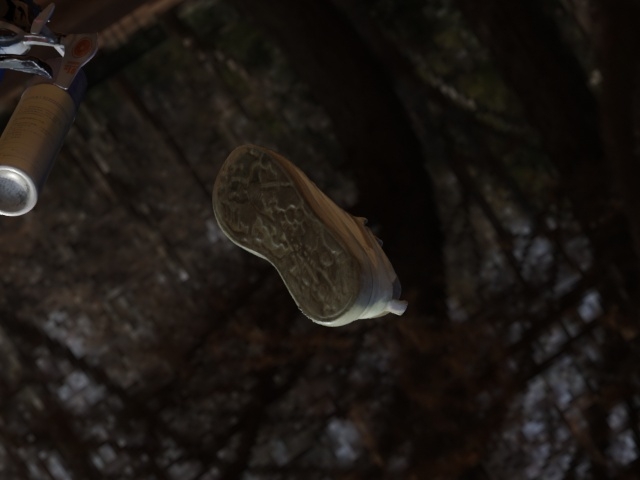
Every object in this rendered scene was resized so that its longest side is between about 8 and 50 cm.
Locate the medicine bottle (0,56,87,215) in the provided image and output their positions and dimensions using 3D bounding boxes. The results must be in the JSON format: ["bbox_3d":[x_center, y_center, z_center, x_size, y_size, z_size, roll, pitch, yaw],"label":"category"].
[{"bbox_3d":[-0.282,-0.108,1.632,0.059,0.059,0.231,-29,-155,21],"label":"medicine bottle"}]

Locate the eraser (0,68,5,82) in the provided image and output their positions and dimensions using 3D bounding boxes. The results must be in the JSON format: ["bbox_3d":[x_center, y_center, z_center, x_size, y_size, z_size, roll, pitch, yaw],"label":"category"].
[{"bbox_3d":[-0.411,-0.334,2.078,0.155,0.101,0.332,-107,-143,-53],"label":"eraser"}]

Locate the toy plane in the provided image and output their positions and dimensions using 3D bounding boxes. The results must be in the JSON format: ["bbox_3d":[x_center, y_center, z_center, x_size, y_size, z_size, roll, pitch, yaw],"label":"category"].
[{"bbox_3d":[-0.239,-0.160,1.271,0.197,0.053,0.078,15,-113,36],"label":"toy plane"}]

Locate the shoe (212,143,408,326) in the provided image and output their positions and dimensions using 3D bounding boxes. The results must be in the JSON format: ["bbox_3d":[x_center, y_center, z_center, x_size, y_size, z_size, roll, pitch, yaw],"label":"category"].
[{"bbox_3d":[0.000,0.000,2.009,0.124,0.159,0.316,-56,-134,19],"label":"shoe"}]
